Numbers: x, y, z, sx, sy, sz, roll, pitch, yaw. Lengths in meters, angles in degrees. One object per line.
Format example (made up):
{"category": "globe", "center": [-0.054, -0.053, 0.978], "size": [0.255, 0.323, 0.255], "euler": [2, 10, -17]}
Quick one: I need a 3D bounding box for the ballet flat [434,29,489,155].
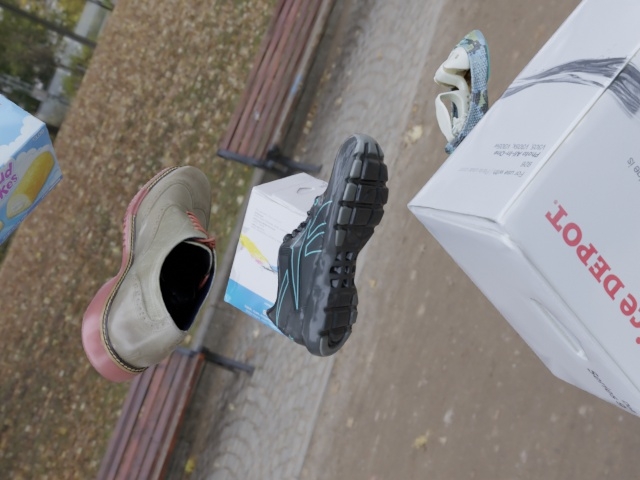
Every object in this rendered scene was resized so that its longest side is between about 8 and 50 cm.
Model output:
{"category": "ballet flat", "center": [0.166, -0.177, 0.936], "size": [0.070, 0.070, 0.189], "euler": [132, 144, -54]}

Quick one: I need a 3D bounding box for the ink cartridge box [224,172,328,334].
{"category": "ink cartridge box", "center": [-0.039, 0.023, 1.438], "size": [0.171, 0.168, 0.233], "euler": [-26, -42, -55]}

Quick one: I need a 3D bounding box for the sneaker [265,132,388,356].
{"category": "sneaker", "center": [0.000, 0.000, 0.937], "size": [0.106, 0.101, 0.268], "euler": [21, 100, 34]}

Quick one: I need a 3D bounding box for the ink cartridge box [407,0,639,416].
{"category": "ink cartridge box", "center": [0.234, -0.054, 0.561], "size": [0.289, 0.211, 0.121], "euler": [-48, 22, -10]}

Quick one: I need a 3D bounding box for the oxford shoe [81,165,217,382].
{"category": "oxford shoe", "center": [-0.167, 0.017, 0.965], "size": [0.130, 0.123, 0.348], "euler": [-23, 37, 25]}

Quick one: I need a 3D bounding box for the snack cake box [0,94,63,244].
{"category": "snack cake box", "center": [-0.483, -0.053, 1.085], "size": [0.264, 0.089, 0.152], "euler": [-54, -8, -25]}
